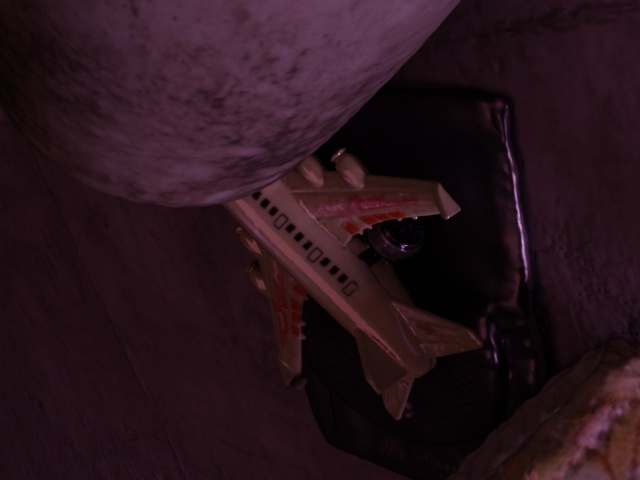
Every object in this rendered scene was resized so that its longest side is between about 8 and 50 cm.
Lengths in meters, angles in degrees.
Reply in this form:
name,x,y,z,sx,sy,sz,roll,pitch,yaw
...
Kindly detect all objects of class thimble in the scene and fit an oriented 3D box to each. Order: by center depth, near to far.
name,x,y,z,sx,sy,sz,roll,pitch,yaw
thimble,0.169,0.164,0.705,0.143,0.137,0.190,45,118,4

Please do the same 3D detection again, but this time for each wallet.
name,x,y,z,sx,sy,sz,roll,pitch,yaw
wallet,0.050,0.041,0.832,0.247,0.041,0.323,9,119,41

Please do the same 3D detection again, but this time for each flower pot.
name,x,y,z,sx,sy,sz,roll,pitch,yaw
flower pot,-0.046,-0.188,0.580,0.293,0.293,0.330,48,149,9

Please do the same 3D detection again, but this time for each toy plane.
name,x,y,z,sx,sy,sz,roll,pitch,yaw
toy plane,0.000,0.000,0.763,0.244,0.092,0.229,53,138,12
